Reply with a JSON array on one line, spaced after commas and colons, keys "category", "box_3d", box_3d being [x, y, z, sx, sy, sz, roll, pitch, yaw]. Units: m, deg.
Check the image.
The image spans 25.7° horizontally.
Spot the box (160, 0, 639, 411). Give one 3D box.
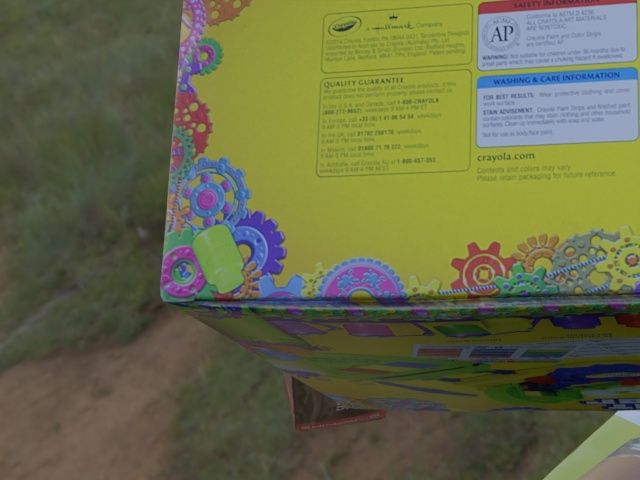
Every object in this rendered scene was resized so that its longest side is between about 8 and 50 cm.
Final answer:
[{"category": "box", "box_3d": [0.117, -0.026, 0.635, 0.290, 0.279, 0.177, -2, 74, 15]}]

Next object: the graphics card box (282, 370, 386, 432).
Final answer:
[{"category": "graphics card box", "box_3d": [0.000, 0.000, 1.124, 0.094, 0.233, 0.371, -8, -19, -4]}]

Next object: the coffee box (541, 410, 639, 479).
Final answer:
[{"category": "coffee box", "box_3d": [0.292, 0.375, 1.015, 0.334, 0.338, 0.337, -38, 29, -16]}]
